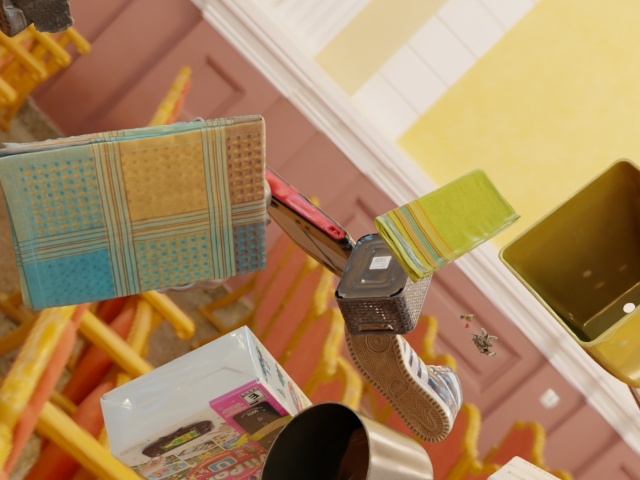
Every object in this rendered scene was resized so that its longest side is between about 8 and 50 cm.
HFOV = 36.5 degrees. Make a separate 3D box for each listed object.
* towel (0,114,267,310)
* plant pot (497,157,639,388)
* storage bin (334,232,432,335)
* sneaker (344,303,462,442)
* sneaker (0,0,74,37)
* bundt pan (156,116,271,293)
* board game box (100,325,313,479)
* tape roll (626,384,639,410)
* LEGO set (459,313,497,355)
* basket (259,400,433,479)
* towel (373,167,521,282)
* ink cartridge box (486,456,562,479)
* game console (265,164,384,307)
[{"bbox_3d":[-0.257,-0.039,1.397,0.040,0.370,0.271,-124,-151,-51],"label":"towel"},{"bbox_3d":[0.396,0.061,1.248,0.187,0.212,0.212,49,4,-39],"label":"plant pot"},{"bbox_3d":[0.110,0.071,1.652,0.180,0.122,0.084,-65,143,-47],"label":"storage bin"},{"bbox_3d":[0.157,0.229,1.789,0.282,0.099,0.153,55,24,7],"label":"sneaker"},{"bbox_3d":[-0.304,-0.275,1.012,0.051,0.089,0.170,42,-29,18],"label":"sneaker"},{"bbox_3d":[-0.224,-0.051,1.797,0.124,0.331,0.331,26,23,-54],"label":"bundt pan"},{"bbox_3d":[-0.138,0.268,1.384,0.097,0.224,0.303,68,6,35],"label":"board game box"},{"bbox_3d":[0.606,0.246,1.595,0.246,0.169,0.246,60,11,-19],"label":"tape roll"},{"bbox_3d":[0.242,0.150,1.497,0.083,0.023,0.054,43,-30,1],"label":"LEGO set"},{"bbox_3d":[0.049,0.327,1.342,0.154,0.204,0.227,35,7,35],"label":"basket"},{"bbox_3d":[0.180,-0.028,1.349,0.237,0.021,0.102,-27,78,-38],"label":"towel"},{"bbox_3d":[0.376,0.534,1.746,0.198,0.197,0.270,26,5,21],"label":"ink cartridge box"},{"bbox_3d":[0.000,0.000,1.955,0.342,0.060,0.386,41,-5,36],"label":"game console"}]
